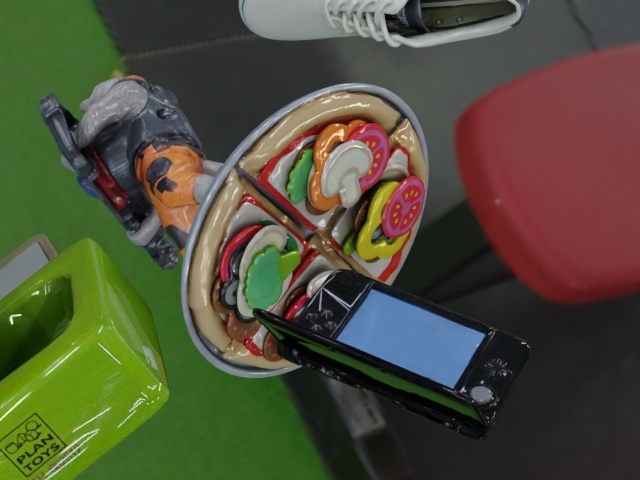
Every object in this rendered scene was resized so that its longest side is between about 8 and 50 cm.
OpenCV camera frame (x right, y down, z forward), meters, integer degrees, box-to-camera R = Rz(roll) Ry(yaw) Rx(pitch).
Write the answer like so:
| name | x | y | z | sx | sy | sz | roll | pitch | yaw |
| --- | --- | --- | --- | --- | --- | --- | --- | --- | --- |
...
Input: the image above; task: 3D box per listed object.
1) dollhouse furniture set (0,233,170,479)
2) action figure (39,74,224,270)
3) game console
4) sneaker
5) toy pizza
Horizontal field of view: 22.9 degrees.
| name | x | y | z | sx | sy | sz | roll | pitch | yaw |
| --- | --- | --- | --- | --- | --- | --- | --- | --- | --- |
| dollhouse furniture set | -0.209 | -0.033 | 0.428 | 0.301 | 0.197 | 0.151 | 54 | -4 | -31 |
| action figure | -0.161 | -0.063 | 1.819 | 0.178 | 0.341 | 0.330 | -39 | 61 | -5 |
| game console | 0.040 | 0.048 | 0.816 | 0.122 | 0.071 | 0.107 | 22 | 46 | 17 |
| sneaker | 0.051 | -0.206 | 1.323 | 0.091 | 0.258 | 0.094 | -80 | 156 | -50 |
| toy pizza | 0.000 | 0.000 | 0.971 | 0.201 | 0.201 | 0.032 | -12 | 34 | -42 |
